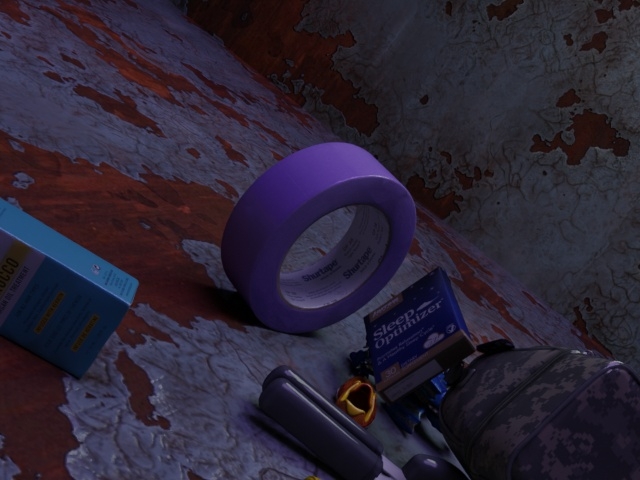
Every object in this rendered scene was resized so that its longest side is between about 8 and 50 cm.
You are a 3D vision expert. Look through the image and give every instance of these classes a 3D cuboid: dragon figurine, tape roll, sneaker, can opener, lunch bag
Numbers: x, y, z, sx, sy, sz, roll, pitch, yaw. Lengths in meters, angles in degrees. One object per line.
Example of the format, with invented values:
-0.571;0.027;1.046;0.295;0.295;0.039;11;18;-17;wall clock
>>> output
0.149;0.226;1.341;0.144;0.085;0.289;23;16;-36;dragon figurine
0.000;0.000;1.334;0.274;0.275;0.090;19;24;-48;tape roll
0.052;0.210;1.219;0.064;0.067;0.175;35;13;1;sneaker
0.061;0.236;1.097;0.283;0.095;0.076;41;13;-8;can opener
0.293;0.275;1.123;0.305;0.212;0.256;51;-15;-12;lunch bag

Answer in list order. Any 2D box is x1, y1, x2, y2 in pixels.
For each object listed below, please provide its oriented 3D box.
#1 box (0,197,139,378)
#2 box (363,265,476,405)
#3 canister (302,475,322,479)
-0.307;0.025;0.909;0.244;0.100;0.060;32;16;-14;box
0.127;0.116;1.285;0.036;0.136;0.225;50;14;-21;box
0.050;0.306;0.902;0.169;0.073;0.126;30;14;-19;canister
